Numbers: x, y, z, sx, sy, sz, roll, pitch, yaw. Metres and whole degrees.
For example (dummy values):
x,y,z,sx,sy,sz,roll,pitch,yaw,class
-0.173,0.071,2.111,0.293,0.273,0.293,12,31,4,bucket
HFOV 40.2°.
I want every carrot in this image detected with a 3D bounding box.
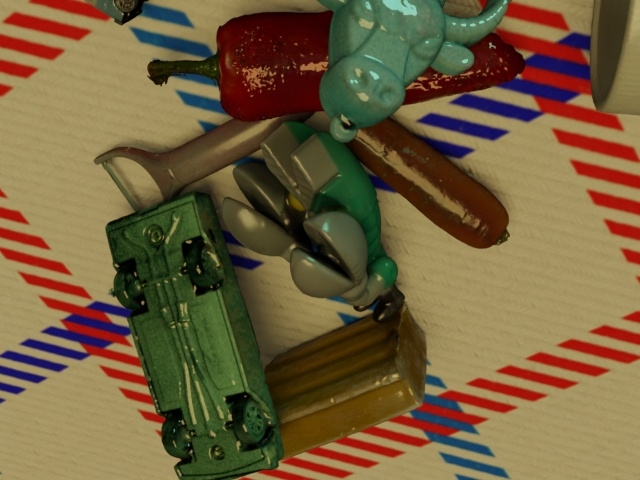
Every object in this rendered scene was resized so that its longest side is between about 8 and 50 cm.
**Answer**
x,y,z,sx,sy,sz,roll,pitch,yaw,class
0.114,-0.067,0.948,0.225,0.067,0.067,36,118,-8,carrot

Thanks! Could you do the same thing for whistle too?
x,y,z,sx,sy,sz,roll,pitch,yaw,class
0.068,-0.210,0.798,0.186,0.093,0.274,26,76,-14,whistle

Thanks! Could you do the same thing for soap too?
x,y,z,sx,sy,sz,roll,pitch,yaw,class
0.011,0.175,1.051,0.232,0.140,0.073,-26,111,21,soap

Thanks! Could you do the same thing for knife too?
x,y,z,sx,sy,sz,roll,pitch,yaw,class
-0.119,-0.093,0.985,0.278,0.053,0.123,-23,117,21,knife

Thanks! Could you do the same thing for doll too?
x,y,z,sx,sy,sz,roll,pitch,yaw,class
0.010,0.001,0.934,0.258,0.153,0.195,49,160,-13,doll

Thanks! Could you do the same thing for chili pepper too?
x,y,z,sx,sy,sz,roll,pitch,yaw,class
0.010,-0.178,0.881,0.387,0.110,0.110,-3,118,1,chili pepper

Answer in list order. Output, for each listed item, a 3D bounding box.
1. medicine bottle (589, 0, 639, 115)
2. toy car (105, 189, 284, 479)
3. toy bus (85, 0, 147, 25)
x,y,z,sx,sy,sz,roll,pitch,yaw,class
0.435,-0.195,0.743,0.371,0.211,0.211,4,118,8,medicine bottle
-0.136,0.112,0.996,0.141,0.097,0.321,-18,89,24,toy car
-0.199,-0.292,0.886,0.074,0.060,0.123,28,121,-2,toy bus
